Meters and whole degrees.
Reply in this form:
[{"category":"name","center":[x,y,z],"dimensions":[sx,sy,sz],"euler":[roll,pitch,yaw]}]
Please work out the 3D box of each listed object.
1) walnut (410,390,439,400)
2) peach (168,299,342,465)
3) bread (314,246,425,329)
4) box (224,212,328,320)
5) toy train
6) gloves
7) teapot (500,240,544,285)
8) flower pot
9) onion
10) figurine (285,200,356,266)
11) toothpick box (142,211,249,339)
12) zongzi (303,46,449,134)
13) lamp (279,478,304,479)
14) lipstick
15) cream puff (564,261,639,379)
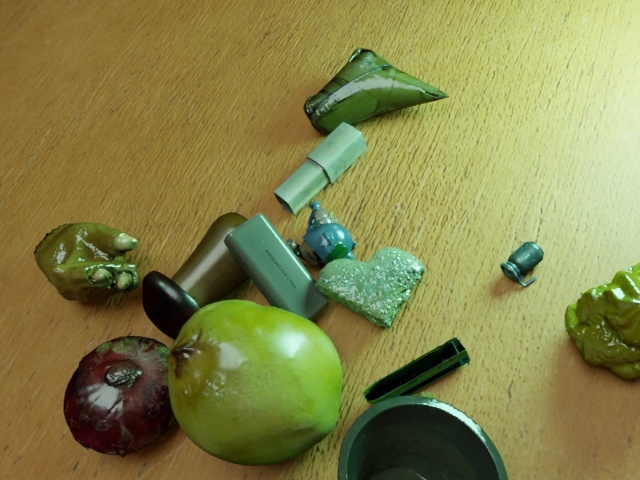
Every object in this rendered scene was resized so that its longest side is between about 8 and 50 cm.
[{"category":"walnut","center":[0.190,0.320,1.081],"dimensions":[0.078,0.083,0.096],"euler":[-5,49,-18]},{"category":"peach","center":[-0.118,0.256,1.096],"dimensions":[0.314,0.315,0.282],"euler":[19,81,20]},{"category":"bread","center":[0.107,0.099,1.242],"dimensions":[0.231,0.064,0.173],"euler":[-10,67,-3]},{"category":"box","center":[-0.093,0.064,1.276],"dimensions":[0.103,0.055,0.244],"euler":[-38,91,-27]},{"category":"toy train","center":[0.181,0.258,1.146],"dimensions":[0.209,0.042,0.044],"euler":[-29,30,0]},{"category":"gloves","center":[-0.558,0.058,1.473],"dimensions":[0.356,0.155,0.203],"euler":[17,56,45]},{"category":"teapot","center":[0.407,0.046,1.212],"dimensions":[0.083,0.064,0.049],"euler":[-39,22,-5]},{"category":"flower pot","center":[0.147,0.404,0.959],"dimensions":[0.268,0.166,0.269],"euler":[5,45,-5]},{"category":"onion","center":[-0.394,0.307,1.227],"dimensions":[0.246,0.190,0.246],"euler":[1,51,-1]},{"category":"figurine","center":[-0.005,-0.001,1.356],"dimensions":[0.144,0.114,0.178],"euler":[-29,41,8]},{"category":"toothpick box","center":[-0.251,0.083,1.334],"dimensions":[0.192,0.192,0.294],"euler":[29,65,33]},{"category":"zongzi","center":[0.130,-0.333,1.519],"dimensions":[0.260,0.123,0.289],"euler":[-45,59,-7]},{"category":"lamp","center":[-0.029,0.513,0.933],"dimensions":[0.284,0.250,0.250],"euler":[25,68,16]},{"category":"lipstick","center":[0.000,-0.173,1.479],"dimensions":[0.253,0.079,0.077],"euler":[-46,56,-12]},{"category":"cream puff","center":[0.538,0.130,1.026],"dimensions":[0.221,0.195,0.195],"euler":[-32,53,1]}]
